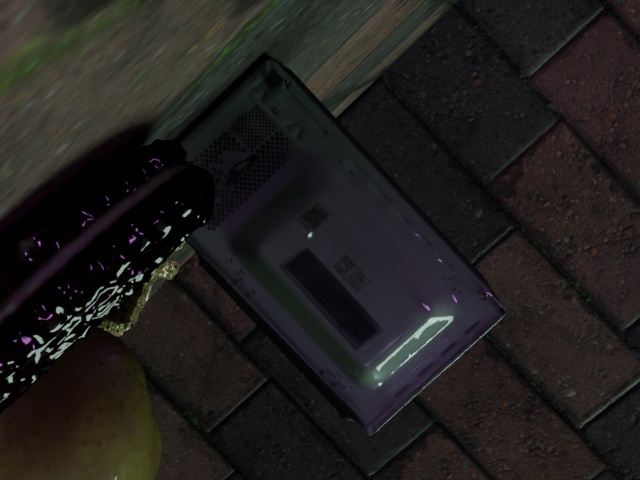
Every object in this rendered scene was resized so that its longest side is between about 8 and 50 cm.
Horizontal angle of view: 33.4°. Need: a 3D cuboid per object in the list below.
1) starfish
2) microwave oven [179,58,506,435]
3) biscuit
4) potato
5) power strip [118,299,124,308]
[{"bbox_3d":[-0.184,0.043,1.163,0.150,0.053,0.209,-51,178,6],"label":"starfish"},{"bbox_3d":[0.000,0.000,0.692,0.122,0.208,0.162,-43,-177,8],"label":"microwave oven"},{"bbox_3d":[-0.127,0.025,0.506,0.194,0.053,0.194,-43,-177,3],"label":"biscuit"},{"bbox_3d":[-0.183,0.124,0.616,0.157,0.157,0.194,-43,167,16],"label":"potato"},{"bbox_3d":[-0.276,0.103,1.228,0.253,0.027,0.060,-45,-177,-25],"label":"power strip"}]
